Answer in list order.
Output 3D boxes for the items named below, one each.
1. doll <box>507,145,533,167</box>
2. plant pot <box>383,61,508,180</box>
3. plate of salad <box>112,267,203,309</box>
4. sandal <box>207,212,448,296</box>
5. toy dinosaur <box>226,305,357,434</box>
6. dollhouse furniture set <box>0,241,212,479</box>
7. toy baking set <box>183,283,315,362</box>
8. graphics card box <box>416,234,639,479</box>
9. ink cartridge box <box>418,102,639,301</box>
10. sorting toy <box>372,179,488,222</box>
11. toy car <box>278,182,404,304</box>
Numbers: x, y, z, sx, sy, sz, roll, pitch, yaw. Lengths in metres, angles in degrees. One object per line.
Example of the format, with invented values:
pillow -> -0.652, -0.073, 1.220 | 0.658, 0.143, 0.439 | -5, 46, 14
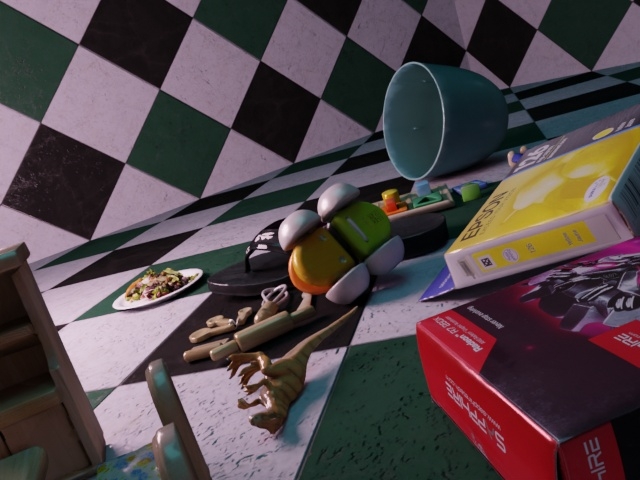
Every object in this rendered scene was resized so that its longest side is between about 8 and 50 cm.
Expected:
doll -> 0.506, -0.191, 1.344 | 0.129, 0.046, 0.189 | -23, 14, -16
plant pot -> 0.333, -0.308, 1.560 | 0.235, 0.292, 0.293 | -6, 9, -21
plate of salad -> -0.350, 0.093, 1.298 | 0.200, 0.048, 0.200 | -16, 13, 4
sandal -> 0.002, -0.001, 1.102 | 0.446, 0.107, 0.167 | -15, 15, 9
toy dinosaur -> -0.040, 0.151, 0.702 | 0.112, 0.064, 0.211 | 7, 32, 19
dollhouse furniture set -> -0.295, 0.174, 0.481 | 0.362, 0.256, 0.394 | -21, 14, -14
toy baking set -> -0.095, 0.114, 0.938 | 0.256, 0.030, 0.197 | -22, 14, -16
graphics card box -> 0.289, 0.075, 0.488 | 0.371, 0.094, 0.233 | -19, 13, -8
ink cartridge box -> 0.292, -0.058, 0.803 | 0.307, 0.072, 0.303 | -21, 18, 48
sorting toy -> 0.193, -0.089, 1.336 | 0.348, 0.047, 0.196 | -16, 14, 10
toy car -> 0.028, 0.015, 0.952 | 0.182, 0.159, 0.136 | -37, -11, -24
